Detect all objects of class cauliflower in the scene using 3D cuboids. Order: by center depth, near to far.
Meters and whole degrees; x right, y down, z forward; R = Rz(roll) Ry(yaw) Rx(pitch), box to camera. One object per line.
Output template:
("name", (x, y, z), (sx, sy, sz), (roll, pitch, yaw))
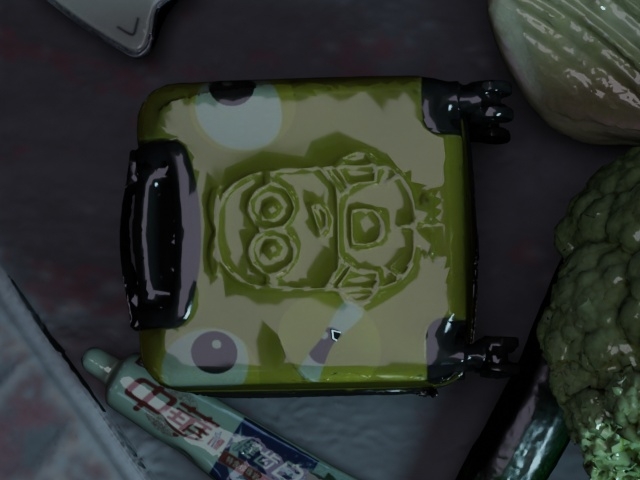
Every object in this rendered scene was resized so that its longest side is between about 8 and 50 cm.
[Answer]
("cauliflower", (0.258, 0.066, 0.994), (0.275, 0.272, 0.250), (-2, 124, 2))

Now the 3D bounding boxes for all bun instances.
("bun", (0.212, -0.170, 1.083), (0.210, 0.116, 0.237), (27, 109, 3))

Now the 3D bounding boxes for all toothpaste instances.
("toothpaste", (-0.053, 0.134, 1.111), (0.233, 0.038, 0.060), (32, 89, 5))

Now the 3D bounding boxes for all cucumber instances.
("cucumber", (0.141, 0.088, 1.091), (0.056, 0.056, 0.284), (26, 88, 8))

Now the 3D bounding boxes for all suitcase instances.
("suitcase", (0.000, 0.000, 1.069), (0.235, 0.143, 0.193), (-1, 84, 4))

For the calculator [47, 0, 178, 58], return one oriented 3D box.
("calculator", (-0.154, -0.254, 1.165), (0.177, 0.040, 0.268), (-41, 81, -1))
